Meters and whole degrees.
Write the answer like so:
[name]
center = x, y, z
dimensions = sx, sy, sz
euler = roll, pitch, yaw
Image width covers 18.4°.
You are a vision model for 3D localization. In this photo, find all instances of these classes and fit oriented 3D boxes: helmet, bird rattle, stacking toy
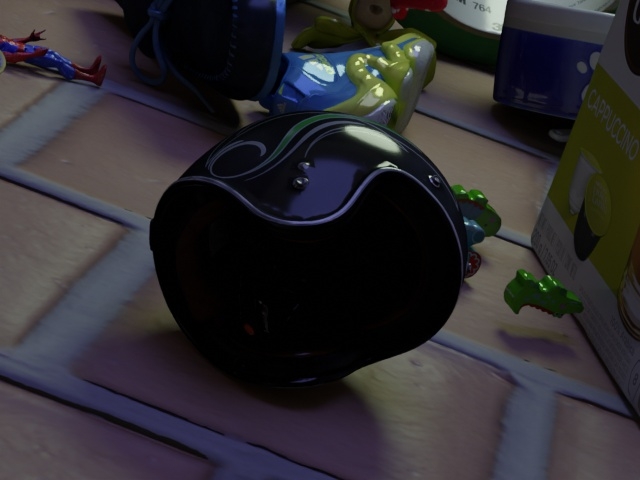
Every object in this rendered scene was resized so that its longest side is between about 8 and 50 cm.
[helmet]
center = 0.000, 0.000, 1.185
dimensions = 0.161, 0.169, 0.169
euler = -20, 40, -37
[bird rattle]
center = 0.063, -0.268, 1.874
dimensions = 0.143, 0.253, 0.207
euler = 15, 58, 2
[stacking toy]
center = 0.061, 0.000, 1.428
dimensions = 0.221, 0.052, 0.167
euler = 13, 21, -23

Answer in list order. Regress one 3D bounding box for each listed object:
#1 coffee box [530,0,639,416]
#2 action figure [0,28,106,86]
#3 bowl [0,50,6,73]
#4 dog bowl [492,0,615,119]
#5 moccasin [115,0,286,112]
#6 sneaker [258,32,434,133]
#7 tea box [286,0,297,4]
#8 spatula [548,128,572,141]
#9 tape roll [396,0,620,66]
[coffee box]
center = 0.394, -0.047, 1.428
dimensions = 0.338, 0.334, 0.338
euler = 14, 19, -14
[action figure]
center = -0.231, -0.151, 1.593
dimensions = 0.115, 0.030, 0.038
euler = 9, 26, -22
[bowl]
center = -0.300, -0.104, 1.308
dimensions = 0.170, 0.080, 0.170
euler = 18, 19, -6
[dog bowl]
center = 0.305, -0.168, 1.947
dimensions = 0.264, 0.104, 0.265
euler = 10, 8, -1
[moccasin]
center = -0.117, -0.187, 1.691
dimensions = 0.116, 0.138, 0.342
euler = 8, 7, -18
[sneaker]
center = 0.021, -0.141, 1.711
dimensions = 0.126, 0.091, 0.240
euler = 20, 19, 6
[tea box]
center = -0.110, -0.418, 2.068
dimensions = 0.323, 0.220, 0.329
euler = 36, 21, 9
[spatula]
center = 0.331, -0.075, 1.951
dimensions = 0.168, 0.019, 0.242
euler = 37, 26, 30
[tape roll]
center = 0.212, -0.315, 2.035
dimensions = 0.321, 0.321, 0.077
euler = 14, 48, -15
